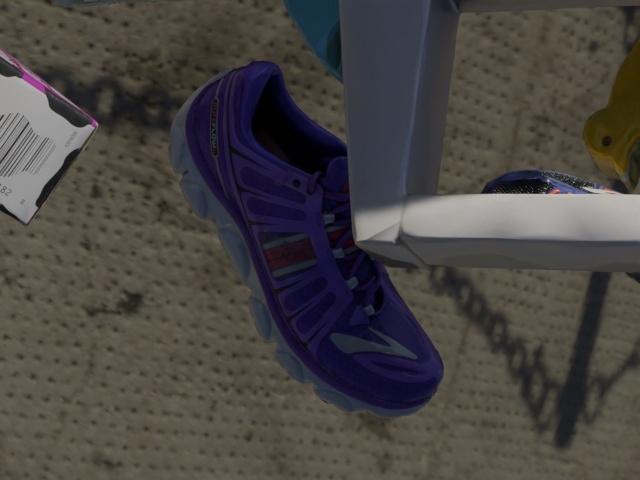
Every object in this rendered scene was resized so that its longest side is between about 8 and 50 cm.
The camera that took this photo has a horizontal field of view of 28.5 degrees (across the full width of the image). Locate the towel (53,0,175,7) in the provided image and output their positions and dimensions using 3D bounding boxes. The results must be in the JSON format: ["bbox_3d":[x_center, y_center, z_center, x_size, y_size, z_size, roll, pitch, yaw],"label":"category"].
[{"bbox_3d":[-0.116,-0.383,1.063,0.090,0.321,0.374,-66,152,-61],"label":"towel"}]

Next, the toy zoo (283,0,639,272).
[{"bbox_3d":[0.117,-0.085,0.347,0.030,0.293,0.192,34,61,-62],"label":"toy zoo"}]

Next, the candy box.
[{"bbox_3d":[-0.245,-0.112,0.635,0.233,0.159,0.071,34,90,-43],"label":"candy box"}]

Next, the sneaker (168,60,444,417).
[{"bbox_3d":[0.000,0.000,0.538,0.170,0.071,0.068,55,41,-1],"label":"sneaker"}]

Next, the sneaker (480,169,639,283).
[{"bbox_3d":[0.242,-0.014,1.059,0.087,0.221,0.083,68,37,-78],"label":"sneaker"}]
